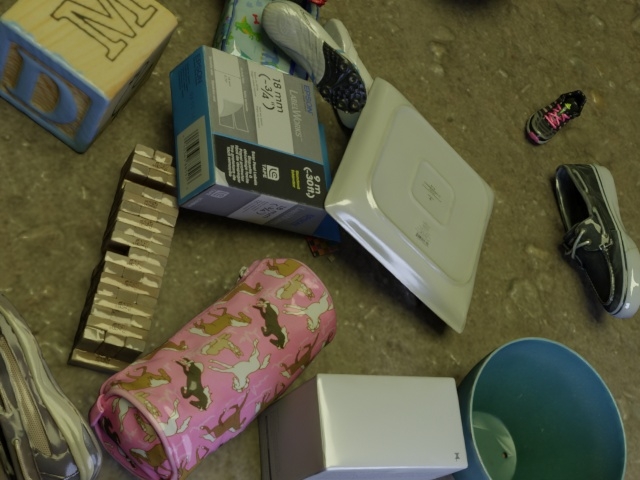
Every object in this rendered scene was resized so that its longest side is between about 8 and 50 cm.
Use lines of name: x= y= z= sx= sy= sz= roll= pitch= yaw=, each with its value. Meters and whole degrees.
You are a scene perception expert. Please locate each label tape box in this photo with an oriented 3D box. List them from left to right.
label tape box: x=-0.072 y=-0.148 z=1.527 sx=0.333 sy=0.106 sz=0.241 roll=12 pitch=61 yaw=-40

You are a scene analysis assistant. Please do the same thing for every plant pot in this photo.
plant pot: x=0.309 y=0.320 z=1.512 sx=0.290 sy=0.195 sz=0.290 roll=10 pitch=64 yaw=-23

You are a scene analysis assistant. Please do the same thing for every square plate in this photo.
square plate: x=0.180 y=-0.072 z=1.634 sx=0.347 sy=0.049 sz=0.344 roll=42 pitch=45 yaw=-23

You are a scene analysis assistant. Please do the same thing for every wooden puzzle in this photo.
wooden puzzle: x=0.000 y=0.000 z=1.612 sx=0.049 sy=0.006 sz=0.083 roll=-16 pitch=76 yaw=-31

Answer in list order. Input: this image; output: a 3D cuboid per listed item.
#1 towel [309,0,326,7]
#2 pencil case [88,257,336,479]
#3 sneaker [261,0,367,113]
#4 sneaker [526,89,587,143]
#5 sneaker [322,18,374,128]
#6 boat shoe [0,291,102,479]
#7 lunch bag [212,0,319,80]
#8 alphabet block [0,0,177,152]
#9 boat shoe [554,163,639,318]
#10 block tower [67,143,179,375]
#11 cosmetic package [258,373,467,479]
towel: x=-0.085 y=-0.521 z=1.722 sx=0.198 sy=0.031 sz=0.275 roll=17 pitch=33 yaw=-19
pencil case: x=-0.143 y=0.177 z=1.346 sx=0.167 sy=0.160 sz=0.386 roll=16 pitch=38 yaw=32
sneaker: x=-0.003 y=-0.317 z=1.608 sx=0.237 sy=0.085 sz=0.086 roll=47 pitch=26 yaw=-7
sneaker: x=0.486 y=-0.259 z=1.933 sx=0.170 sy=0.075 sz=0.063 roll=-37 pitch=87 yaw=-34
sneaker: x=0.059 y=-0.306 z=1.748 sx=0.094 sy=0.080 sz=0.212 roll=-8 pitch=79 yaw=-42
boat shoe: x=-0.427 y=0.189 z=1.238 sx=0.130 sy=0.132 sz=0.355 roll=-33 pitch=84 yaw=-34
lunch bag: x=-0.094 y=-0.359 z=1.678 sx=0.176 sy=0.090 sz=0.219 roll=21 pitch=61 yaw=-20
alphabet block: x=-0.367 y=-0.289 z=1.447 sx=0.193 sy=0.192 sz=0.197 roll=38 pitch=58 yaw=-9
boat shoe: x=0.519 y=-0.002 z=1.826 sx=0.119 sy=0.121 sz=0.335 roll=4 pitch=55 yaw=-17
block tower: x=-0.281 y=0.027 z=1.406 sx=0.090 sy=0.097 sz=0.336 roll=19 pitch=62 yaw=-19
cosmetic package: x=0.055 y=0.288 z=1.381 sx=0.224 sy=0.224 sz=0.138 roll=6 pitch=66 yaw=-25
